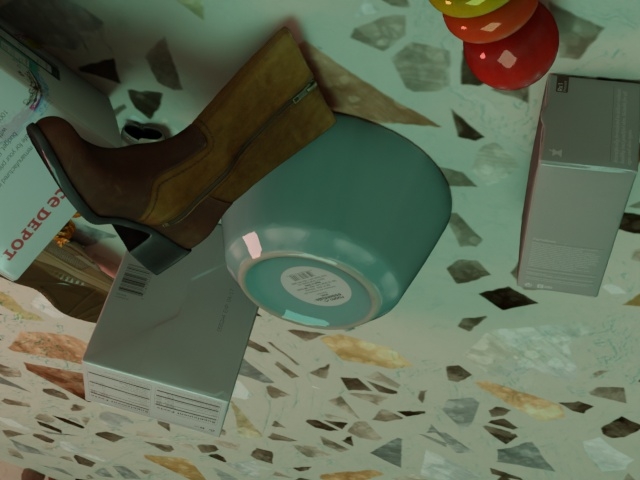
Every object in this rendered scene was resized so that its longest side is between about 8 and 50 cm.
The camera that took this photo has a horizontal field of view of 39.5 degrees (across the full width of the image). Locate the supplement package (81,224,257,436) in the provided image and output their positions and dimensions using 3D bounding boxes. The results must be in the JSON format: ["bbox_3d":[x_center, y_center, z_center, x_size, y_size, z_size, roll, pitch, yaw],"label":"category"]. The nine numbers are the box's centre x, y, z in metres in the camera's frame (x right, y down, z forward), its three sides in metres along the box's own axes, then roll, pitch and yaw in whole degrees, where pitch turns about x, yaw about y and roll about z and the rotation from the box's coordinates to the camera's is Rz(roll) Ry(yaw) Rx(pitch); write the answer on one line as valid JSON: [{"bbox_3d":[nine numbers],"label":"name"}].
[{"bbox_3d":[-0.200,0.114,1.280,0.204,0.262,0.145,16,146,-2],"label":"supplement package"}]

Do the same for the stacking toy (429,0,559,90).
[{"bbox_3d":[0.127,-0.247,0.750,0.141,0.141,0.330,-8,147,30],"label":"stacking toy"}]

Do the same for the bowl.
[{"bbox_3d":[0.000,0.000,1.127,0.311,0.163,0.311,11,147,7],"label":"bowl"}]

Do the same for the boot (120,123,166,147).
[{"bbox_3d":[-0.205,-0.108,1.154,0.118,0.042,0.087,12,145,3],"label":"boot"}]

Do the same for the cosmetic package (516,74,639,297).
[{"bbox_3d":[0.277,-0.053,0.974,0.107,0.127,0.238,9,149,9],"label":"cosmetic package"}]

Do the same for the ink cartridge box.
[{"bbox_3d":[-0.387,-0.133,0.976,0.198,0.197,0.270,-46,122,9],"label":"ink cartridge box"}]

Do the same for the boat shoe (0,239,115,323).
[{"bbox_3d":[-0.402,0.042,1.406,0.109,0.098,0.302,-26,138,33],"label":"boat shoe"}]

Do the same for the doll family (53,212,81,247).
[{"bbox_3d":[-0.401,-0.063,1.221,0.163,0.118,0.263,31,145,-20],"label":"doll family"}]

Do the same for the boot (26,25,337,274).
[{"bbox_3d":[-0.127,-0.114,0.917,0.280,0.096,0.264,-41,138,-1],"label":"boot"}]
